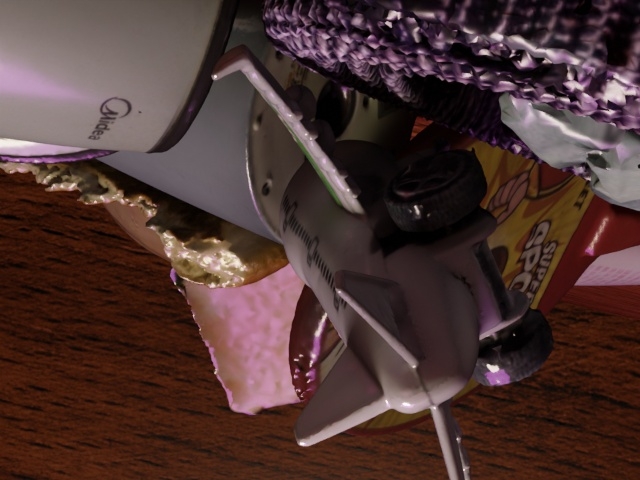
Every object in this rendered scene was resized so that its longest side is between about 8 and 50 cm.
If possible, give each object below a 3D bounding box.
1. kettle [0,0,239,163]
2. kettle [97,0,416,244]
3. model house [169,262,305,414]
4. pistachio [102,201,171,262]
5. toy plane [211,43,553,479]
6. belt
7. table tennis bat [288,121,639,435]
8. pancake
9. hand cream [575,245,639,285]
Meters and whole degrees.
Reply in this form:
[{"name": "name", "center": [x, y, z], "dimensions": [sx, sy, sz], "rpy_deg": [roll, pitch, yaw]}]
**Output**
[{"name": "kettle", "center": [-0.162, -0.114, 0.580], "dimensions": [0.236, 0.161, 0.221], "rpy_deg": [13, 144, -20]}, {"name": "kettle", "center": [-0.067, -0.110, 0.778], "dimensions": [0.243, 0.160, 0.210], "rpy_deg": [19, -154, 33]}, {"name": "model house", "center": [0.000, 0.000, 0.961], "dimensions": [0.183, 0.172, 0.166], "rpy_deg": [-11, 129, 8]}, {"name": "pistachio", "center": [-0.128, -0.067, 1.184], "dimensions": [0.260, 0.163, 0.213], "rpy_deg": [24, 177, 22]}, {"name": "toy plane", "center": [0.032, 0.008, 0.573], "dimensions": [0.101, 0.251, 0.255], "rpy_deg": [-23, -156, 7]}, {"name": "belt", "center": [0.112, -0.077, 0.513], "dimensions": [0.260, 0.122, 0.325], "rpy_deg": [18, -178, 7]}, {"name": "table tennis bat", "center": [0.135, -0.001, 0.857], "dimensions": [0.415, 0.268, 0.051], "rpy_deg": [-13, -136, -45]}, {"name": "pancake", "center": [-0.082, -0.052, 0.871], "dimensions": [0.244, 0.057, 0.266], "rpy_deg": [1, -151, 10]}, {"name": "hand cream", "center": [0.251, -0.010, 1.148], "dimensions": [0.359, 0.118, 0.185], "rpy_deg": [8, 178, -42]}]
